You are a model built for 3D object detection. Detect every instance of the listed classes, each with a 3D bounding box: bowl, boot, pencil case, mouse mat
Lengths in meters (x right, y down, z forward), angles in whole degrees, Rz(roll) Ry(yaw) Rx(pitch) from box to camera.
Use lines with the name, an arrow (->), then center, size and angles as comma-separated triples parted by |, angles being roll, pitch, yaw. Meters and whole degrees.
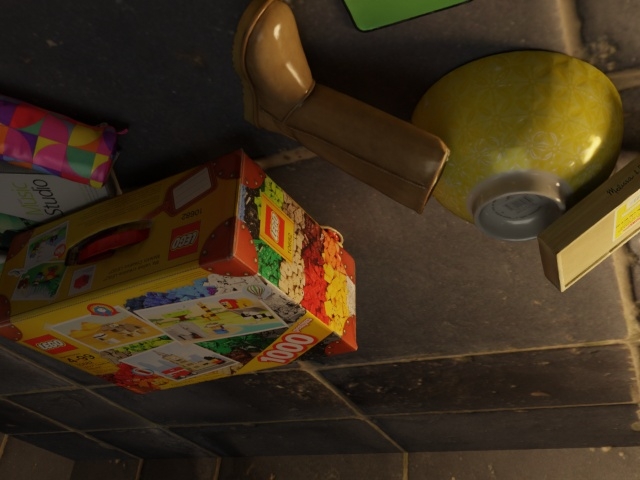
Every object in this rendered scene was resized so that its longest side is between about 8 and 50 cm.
bowl -> 0.264, -0.093, 0.883 | 0.290, 0.156, 0.289 | 4, 147, 3
boot -> 0.034, -0.161, 0.798 | 0.270, 0.089, 0.236 | 29, 162, 10
pencil case -> -0.415, -0.152, 0.973 | 0.237, 0.104, 0.104 | 14, 147, -15
mouse mat -> 0.076, -0.314, 0.709 | 0.153, 0.007, 0.189 | -9, 145, 23

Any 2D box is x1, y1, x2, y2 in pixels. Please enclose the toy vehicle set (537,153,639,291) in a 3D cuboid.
toy vehicle set -> 0.409, -0.048, 0.870 | 0.267, 0.035, 0.166 | -39, 150, 3

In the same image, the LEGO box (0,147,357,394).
LEGO box -> -0.238, 0.088, 1.141 | 0.500, 0.193, 0.372 | -17, 144, 25

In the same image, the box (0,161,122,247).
box -> -0.505, -0.065, 1.136 | 0.322, 0.058, 0.232 | 2, 147, 0

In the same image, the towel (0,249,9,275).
towel -> -0.626, 0.082, 1.355 | 0.248, 0.038, 0.325 | -11, 158, 26

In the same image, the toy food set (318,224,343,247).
toy food set -> 0.000, 0.000, 1.200 | 0.083, 0.020, 0.083 | 4, 148, 4
